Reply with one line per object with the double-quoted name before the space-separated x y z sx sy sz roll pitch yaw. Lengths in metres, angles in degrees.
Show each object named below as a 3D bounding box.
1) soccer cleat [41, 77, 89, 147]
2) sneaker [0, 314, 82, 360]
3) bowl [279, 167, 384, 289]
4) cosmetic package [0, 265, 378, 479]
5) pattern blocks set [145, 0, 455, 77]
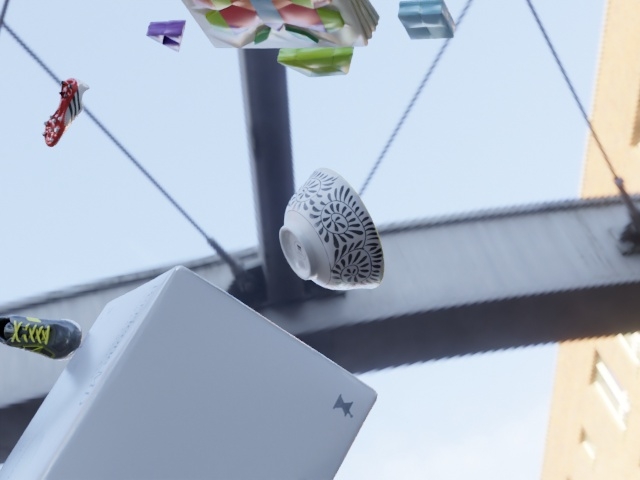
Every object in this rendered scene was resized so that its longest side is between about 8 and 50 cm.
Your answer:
"soccer cleat" -0.283 -0.141 1.224 0.036 0.029 0.083 6 -71 -56
"sneaker" -0.213 0.071 0.809 0.083 0.031 0.035 1 -8 32
"bowl" 0.000 0.000 1.386 0.080 0.170 0.170 -25 -46 -22
"cosmetic package" -0.110 0.152 0.637 0.138 0.225 0.224 34 -108 -14
"pattern blocks set" -0.049 -0.229 1.051 0.325 0.026 0.285 -4 -23 32
